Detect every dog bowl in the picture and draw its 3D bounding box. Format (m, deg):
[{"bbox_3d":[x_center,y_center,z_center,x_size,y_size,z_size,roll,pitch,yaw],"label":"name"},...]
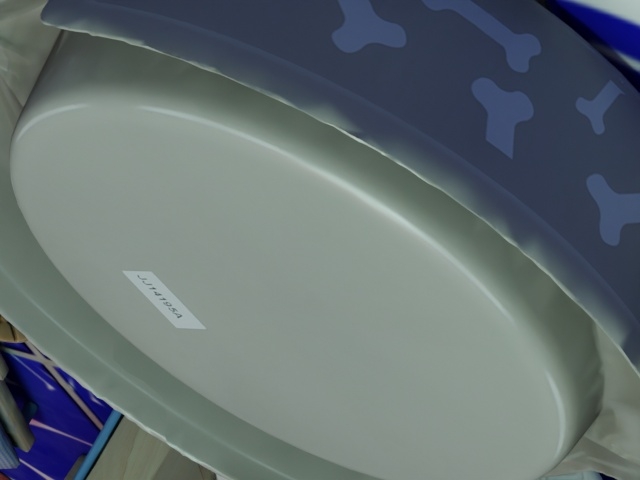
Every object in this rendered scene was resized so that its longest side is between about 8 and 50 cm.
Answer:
[{"bbox_3d":[0.000,0.000,0.771,0.349,0.102,0.349,25,153,14],"label":"dog bowl"}]

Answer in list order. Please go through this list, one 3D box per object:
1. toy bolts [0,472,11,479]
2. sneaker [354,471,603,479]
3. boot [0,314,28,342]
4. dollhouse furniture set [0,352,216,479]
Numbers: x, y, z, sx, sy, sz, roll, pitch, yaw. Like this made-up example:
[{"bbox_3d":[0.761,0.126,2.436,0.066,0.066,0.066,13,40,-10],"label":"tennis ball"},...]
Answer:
[{"bbox_3d":[-0.377,0.213,1.528,0.228,0.158,0.218,42,153,-26],"label":"toy bolts"},{"bbox_3d":[0.111,0.175,0.988,0.292,0.108,0.169,46,170,-2],"label":"sneaker"},{"bbox_3d":[-0.219,0.010,1.101,0.158,0.059,0.084,36,159,6],"label":"boot"},{"bbox_3d":[-0.247,0.175,1.269,0.303,0.198,0.286,22,154,16],"label":"dollhouse furniture set"}]
